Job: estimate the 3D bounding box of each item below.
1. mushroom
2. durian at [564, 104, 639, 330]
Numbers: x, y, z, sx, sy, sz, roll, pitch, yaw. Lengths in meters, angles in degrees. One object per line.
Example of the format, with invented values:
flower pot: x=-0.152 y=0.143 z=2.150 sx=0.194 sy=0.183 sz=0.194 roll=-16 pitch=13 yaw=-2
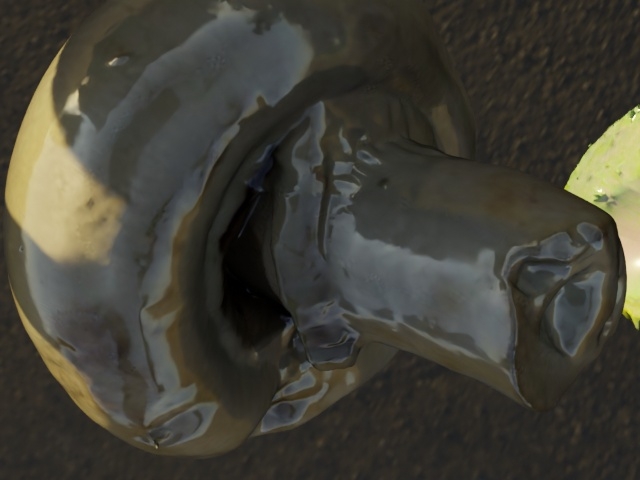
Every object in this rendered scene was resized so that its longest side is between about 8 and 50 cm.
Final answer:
mushroom: x=0.000 y=0.000 z=0.892 sx=0.290 sy=0.293 sz=0.292 roll=31 pitch=130 yaw=36
durian: x=0.279 y=-0.058 z=1.215 sx=0.169 sy=0.158 sz=0.352 roll=37 pitch=137 yaw=6
